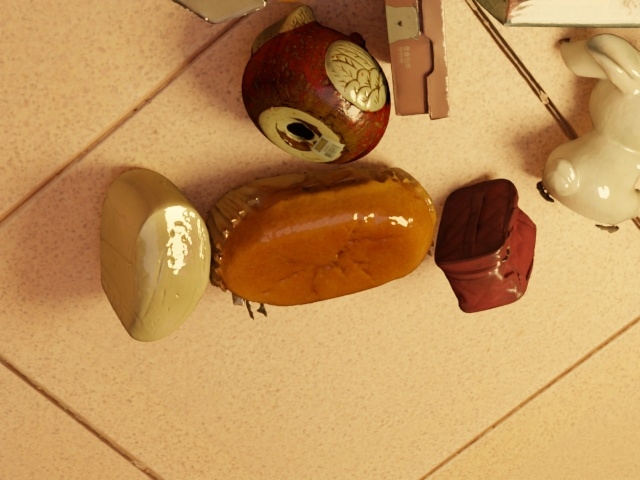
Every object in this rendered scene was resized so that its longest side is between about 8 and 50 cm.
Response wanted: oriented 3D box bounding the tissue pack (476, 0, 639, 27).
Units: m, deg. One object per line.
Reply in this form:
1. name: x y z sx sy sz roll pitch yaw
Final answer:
1. tissue pack: 0.395 -0.399 1.913 0.316 0.228 0.103 -2 120 -13

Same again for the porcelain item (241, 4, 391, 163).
1. porcelain item: 0.006 -0.248 1.944 0.253 0.253 0.253 -6 121 -10

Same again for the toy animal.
1. toy animal: 0.488 -0.186 2.089 0.247 0.183 0.310 13 116 -21

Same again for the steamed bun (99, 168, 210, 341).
1. steamed bun: -0.260 0.024 2.017 0.155 0.200 0.250 -6 116 -26

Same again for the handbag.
1. handbag: 0.281 0.004 2.129 0.146 0.225 0.135 -14 126 29

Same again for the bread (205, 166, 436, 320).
1. bread: -0.004 -0.010 2.071 0.388 0.183 0.236 -18 125 -3

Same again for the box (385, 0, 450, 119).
1. box: 0.144 -0.324 1.909 0.086 0.215 0.215 -4 122 4

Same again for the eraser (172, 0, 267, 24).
1. eraser: -0.242 -0.421 1.810 0.352 0.111 0.077 29 110 -27
